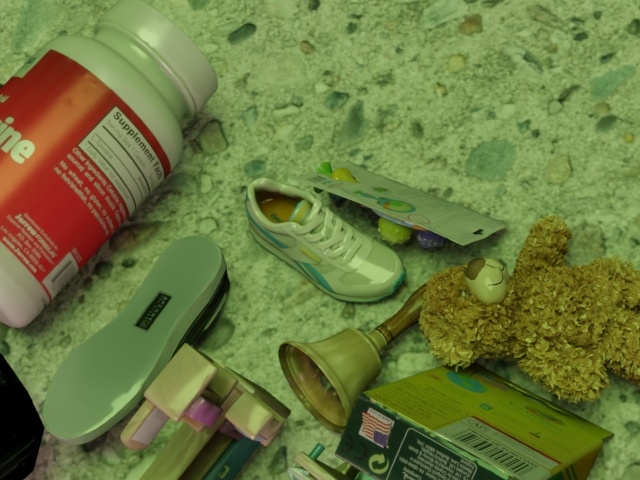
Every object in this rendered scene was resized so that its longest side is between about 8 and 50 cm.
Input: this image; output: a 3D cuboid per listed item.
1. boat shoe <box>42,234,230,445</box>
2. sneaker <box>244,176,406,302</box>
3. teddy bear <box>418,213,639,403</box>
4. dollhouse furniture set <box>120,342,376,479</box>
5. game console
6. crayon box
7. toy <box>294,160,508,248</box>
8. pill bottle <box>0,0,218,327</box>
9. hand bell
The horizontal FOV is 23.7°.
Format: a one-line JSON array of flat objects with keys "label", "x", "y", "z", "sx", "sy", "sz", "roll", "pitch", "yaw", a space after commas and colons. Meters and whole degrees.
[{"label": "boat shoe", "x": -0.213, "y": 0.134, "z": 1.842, "sx": 0.113, "sy": 0.105, "sz": 0.306, "roll": 19, "pitch": 60, "yaw": 24}, {"label": "sneaker", "x": 0.000, "y": 0.000, "z": 1.881, "sx": 0.228, "sy": 0.092, "sz": 0.087, "roll": 27, "pitch": 68, "yaw": 22}, {"label": "teddy bear", "x": 0.286, "y": 0.079, "z": 1.750, "sx": 0.338, "sy": 0.113, "sz": 0.245, "roll": 21, "pitch": 60, "yaw": 10}, {"label": "dollhouse furniture set", "x": -0.048, "y": 0.301, "z": 1.625, "sx": 0.303, "sy": 0.286, "sz": 0.198, "roll": 36, "pitch": 87, "yaw": 23}, {"label": "game console", "x": -0.493, "y": 0.289, "z": 1.808, "sx": 0.361, "sy": 0.044, "sz": 0.213, "roll": -38, "pitch": 39, "yaw": -5}, {"label": "crayon box", "x": 0.177, "y": 0.220, "z": 1.647, "sx": 0.202, "sy": 0.318, "sz": 0.081, "roll": 27, "pitch": 105, "yaw": 23}, {"label": "toy", "x": 0.096, "y": -0.030, "z": 1.885, "sx": 0.237, "sy": 0.137, "sz": 0.056, "roll": 26, "pitch": 113, "yaw": 24}, {"label": "pill bottle", "x": -0.324, "y": -0.107, "z": 1.925, "sx": 0.229, "sy": 0.229, "sz": 0.408, "roll": 33, "pitch": 72, "yaw": 25}, {"label": "hand bell", "x": 0.081, "y": 0.109, "z": 1.817, "sx": 0.242, "sy": 0.126, "sz": 0.126, "roll": -34, "pitch": 60, "yaw": -24}]
